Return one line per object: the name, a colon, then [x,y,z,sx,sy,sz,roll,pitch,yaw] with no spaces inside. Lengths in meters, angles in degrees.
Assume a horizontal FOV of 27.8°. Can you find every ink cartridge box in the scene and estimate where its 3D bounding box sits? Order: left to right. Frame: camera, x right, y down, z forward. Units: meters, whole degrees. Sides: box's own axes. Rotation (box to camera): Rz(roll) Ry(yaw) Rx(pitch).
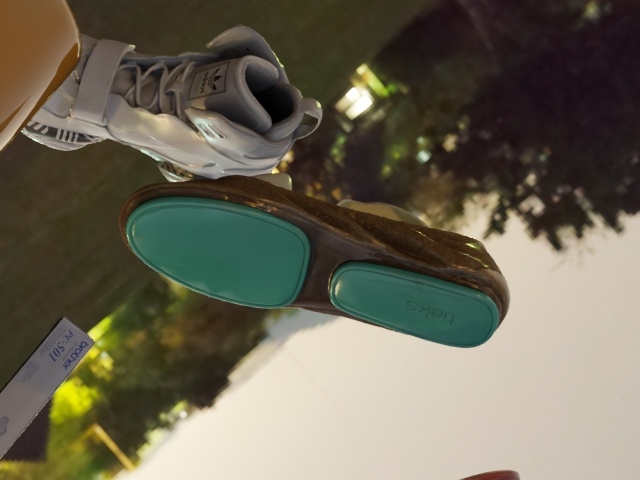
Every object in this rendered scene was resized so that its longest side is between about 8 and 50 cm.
ink cartridge box: [-0.318,0.173,1.343,0.207,0.046,0.097,-52,-173,-12]

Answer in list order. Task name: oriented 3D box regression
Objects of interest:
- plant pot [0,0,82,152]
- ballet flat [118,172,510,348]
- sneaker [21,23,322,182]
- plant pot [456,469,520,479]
plant pot: [-0.207,-0.050,0.370,0.188,0.205,0.205,-53,-176,-12]
ballet flat: [0.000,0.000,1.127,0.124,0.342,0.116,-84,-172,-53]
sneaker: [-0.178,-0.165,1.358,0.210,0.366,0.137,-30,-138,56]
plant pot: [0.154,0.428,1.389,0.272,0.265,0.272,-22,155,-11]
